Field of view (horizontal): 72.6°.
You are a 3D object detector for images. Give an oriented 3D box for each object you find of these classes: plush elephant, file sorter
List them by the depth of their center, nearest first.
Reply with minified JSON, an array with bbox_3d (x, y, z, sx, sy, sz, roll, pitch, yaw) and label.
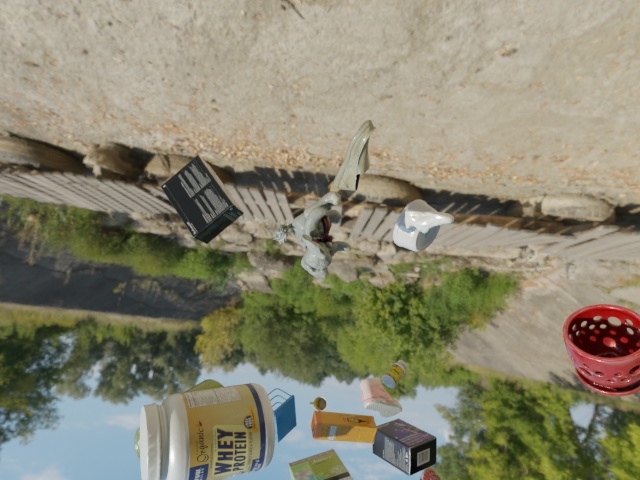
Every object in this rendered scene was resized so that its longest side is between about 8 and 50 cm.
[{"bbox_3d":[0.000,0.000,1.788,0.329,0.255,0.272,-28,162,-13],"label":"plush elephant"},{"bbox_3d":[-0.183,0.742,1.865,0.104,0.170,0.118,16,-151,35],"label":"file sorter"}]

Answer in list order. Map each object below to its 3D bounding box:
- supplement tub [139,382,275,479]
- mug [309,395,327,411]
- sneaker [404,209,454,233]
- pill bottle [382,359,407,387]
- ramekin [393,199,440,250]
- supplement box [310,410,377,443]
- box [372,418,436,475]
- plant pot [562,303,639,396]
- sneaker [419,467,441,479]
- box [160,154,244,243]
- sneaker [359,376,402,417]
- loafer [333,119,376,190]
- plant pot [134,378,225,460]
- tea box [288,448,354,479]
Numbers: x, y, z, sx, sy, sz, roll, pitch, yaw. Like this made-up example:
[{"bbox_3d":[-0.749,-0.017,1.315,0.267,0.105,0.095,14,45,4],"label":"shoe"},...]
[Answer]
[{"bbox_3d":[-0.300,0.511,1.147,0.316,0.229,0.228,1,174,-27],"label":"supplement tub"},{"bbox_3d":[-0.001,0.728,1.953,0.078,0.062,0.064,32,169,20],"label":"mug"},{"bbox_3d":[0.449,-0.073,1.801,0.212,0.094,0.080,8,-170,40],"label":"sneaker"},{"bbox_3d":[0.314,0.556,1.821,0.065,0.065,0.116,-3,-155,47],"label":"pill bottle"},{"bbox_3d":[0.508,-0.066,2.252,0.127,0.273,0.272,34,-174,37],"label":"ramekin"},{"bbox_3d":[0.086,0.687,1.601,0.233,0.080,0.078,7,-166,-8],"label":"supplement box"},{"bbox_3d":[0.321,0.792,1.685,0.153,0.108,0.207,-1,-178,-37],"label":"box"},{"bbox_3d":[0.741,0.290,1.124,0.191,0.191,0.174,0,128,37],"label":"plant pot"},{"bbox_3d":[0.399,0.912,1.562,0.121,0.112,0.299,54,176,41],"label":"sneaker"},{"bbox_3d":[-0.431,-0.148,1.582,0.261,0.184,0.103,52,-179,21],"label":"box"},{"bbox_3d":[0.129,0.334,0.939,0.051,0.070,0.134,-34,136,18],"label":"sneaker"},{"bbox_3d":[0.130,-0.277,1.458,0.092,0.102,0.269,27,130,2],"label":"loafer"},{"bbox_3d":[-0.486,0.676,1.544,0.274,0.275,0.293,0,-175,39],"label":"plant pot"},{"bbox_3d":[0.028,1.090,1.748,0.219,0.329,0.323,-11,-177,-16],"label":"tea box"}]
